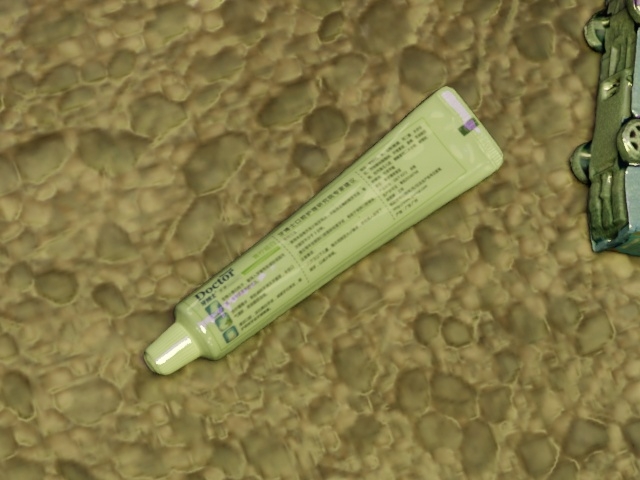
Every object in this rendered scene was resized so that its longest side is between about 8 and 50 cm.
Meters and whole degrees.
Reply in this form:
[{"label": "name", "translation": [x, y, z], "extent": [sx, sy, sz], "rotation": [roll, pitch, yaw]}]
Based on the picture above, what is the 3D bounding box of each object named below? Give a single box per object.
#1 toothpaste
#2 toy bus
[{"label": "toothpaste", "translation": [0.000, 0.000, 0.910], "extent": [0.197, 0.029, 0.048], "rotation": [-37, 84, -17]}, {"label": "toy bus", "translation": [0.158, -0.068, 0.935], "extent": [0.061, 0.051, 0.153], "rotation": [13, 73, -15]}]
